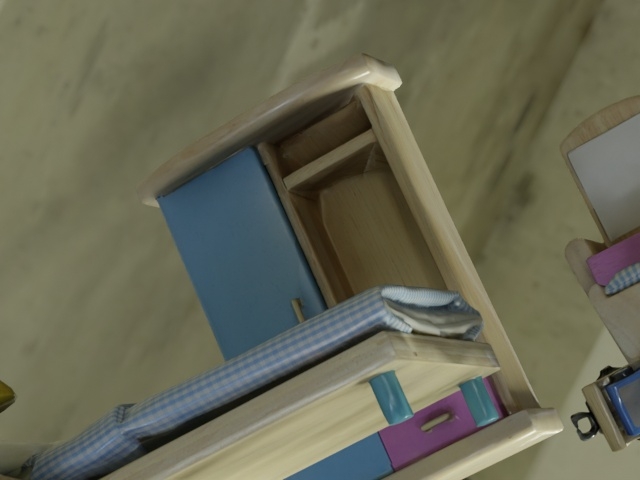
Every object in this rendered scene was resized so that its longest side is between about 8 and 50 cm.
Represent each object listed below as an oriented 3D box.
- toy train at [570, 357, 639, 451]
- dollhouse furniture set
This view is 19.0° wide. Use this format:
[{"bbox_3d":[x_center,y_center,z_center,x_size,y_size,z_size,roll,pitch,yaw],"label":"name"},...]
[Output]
[{"bbox_3d":[0.153,0.026,0.620,0.158,0.027,0.036,-27,-179,-6],"label":"toy train"},{"bbox_3d":[0.000,0.000,0.785,0.286,0.198,0.303,-29,166,19],"label":"dollhouse furniture set"}]
